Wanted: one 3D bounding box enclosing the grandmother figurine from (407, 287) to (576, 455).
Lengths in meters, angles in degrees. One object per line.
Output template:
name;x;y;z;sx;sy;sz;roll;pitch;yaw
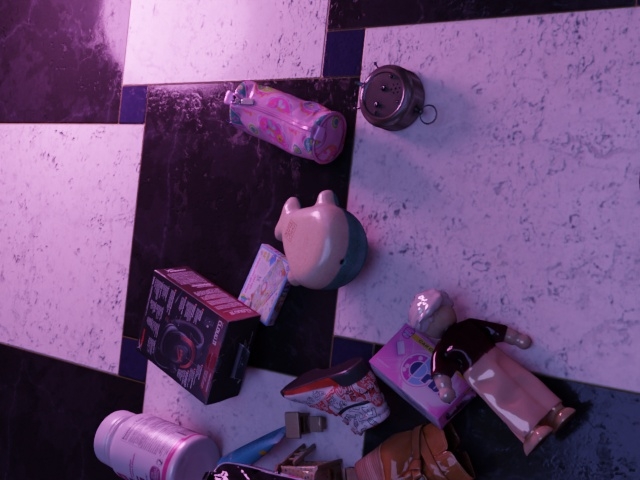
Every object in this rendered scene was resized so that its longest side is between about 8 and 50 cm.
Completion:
grandmother figurine;0.280;0.219;1.445;0.342;0.208;0.104;48;143;25

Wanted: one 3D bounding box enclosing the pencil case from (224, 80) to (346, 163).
pencil case;-0.078;-0.260;1.763;0.284;0.124;0.124;27;102;33

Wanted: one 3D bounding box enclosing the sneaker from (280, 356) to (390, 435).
sneaker;0.029;0.334;1.657;0.270;0.090;0.145;-26;96;49

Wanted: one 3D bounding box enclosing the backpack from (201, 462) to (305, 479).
backpack;-0.111;0.565;1.568;0.254;0.225;0.191;1;130;25

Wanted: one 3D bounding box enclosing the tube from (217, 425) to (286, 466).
tube;-0.145;0.463;1.790;0.207;0.080;0.052;-38;96;31

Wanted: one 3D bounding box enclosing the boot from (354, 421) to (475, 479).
boot;0.207;0.491;1.526;0.220;0.109;0.283;-35;60;24

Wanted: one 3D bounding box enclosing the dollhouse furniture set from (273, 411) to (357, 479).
dollhouse furniture set;-0.001;0.432;1.665;0.182;0.101;0.161;-10;81;35

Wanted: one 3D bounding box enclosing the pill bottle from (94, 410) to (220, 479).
pill bottle;-0.389;0.500;1.903;0.283;0.160;0.160;10;92;36

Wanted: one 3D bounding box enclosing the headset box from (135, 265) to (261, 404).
headset box;-0.275;0.219;1.858;0.293;0.110;0.218;29;111;34

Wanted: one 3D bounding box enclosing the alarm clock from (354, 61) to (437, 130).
alarm clock;0.155;-0.282;1.635;0.192;0.064;0.129;30;103;30

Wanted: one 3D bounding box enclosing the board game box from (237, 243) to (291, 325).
board game box;-0.119;0.099;1.821;0.103;0.026;0.154;33;105;33

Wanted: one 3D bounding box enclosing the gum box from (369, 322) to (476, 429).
gum box;0.198;0.258;1.531;0.107;0.062;0.188;-44;57;-14

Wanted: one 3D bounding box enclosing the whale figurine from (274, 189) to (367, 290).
whale figurine;0.000;0.000;1.701;0.272;0.141;0.216;36;109;58
